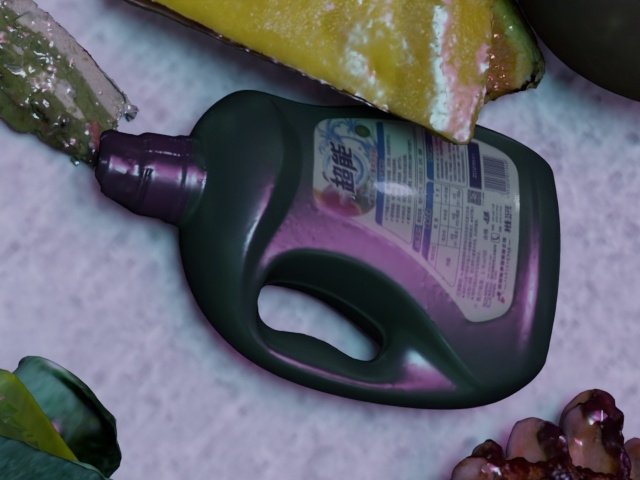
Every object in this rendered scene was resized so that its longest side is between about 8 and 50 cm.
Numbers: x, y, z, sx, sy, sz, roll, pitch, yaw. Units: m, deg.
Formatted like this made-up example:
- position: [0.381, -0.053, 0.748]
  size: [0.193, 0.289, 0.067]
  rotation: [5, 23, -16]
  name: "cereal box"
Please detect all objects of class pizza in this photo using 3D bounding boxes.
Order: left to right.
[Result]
- position: [0.044, -0.119, 0.897]
  size: [0.160, 0.036, 0.099]
  rotation: [42, 66, -8]
  name: "pizza"

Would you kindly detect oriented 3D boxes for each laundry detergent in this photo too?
- position: [0.000, 0.000, 0.828]
  size: [0.221, 0.078, 0.144]
  rotation: [10, 73, -21]
  name: "laundry detergent"

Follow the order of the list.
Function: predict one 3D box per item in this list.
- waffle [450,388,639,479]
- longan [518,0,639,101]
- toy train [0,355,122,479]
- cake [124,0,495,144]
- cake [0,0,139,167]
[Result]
- position: [0.138, 0.188, 0.831]
  size: [0.234, 0.055, 0.221]
  rotation: [52, 45, -9]
  name: "waffle"
- position: [0.165, -0.159, 0.887]
  size: [0.204, 0.159, 0.185]
  rotation: [17, 52, -21]
  name: "longan"
- position: [-0.196, 0.190, 0.597]
  size: [0.397, 0.253, 0.160]
  rotation: [-43, 113, -24]
  name: "toy train"
- position: [-0.004, -0.092, 0.832]
  size: [0.184, 0.080, 0.116]
  rotation: [-9, 94, 6]
  name: "cake"
- position: [-0.141, -0.087, 0.807]
  size: [0.140, 0.055, 0.051]
  rotation: [32, 62, -15]
  name: "cake"
